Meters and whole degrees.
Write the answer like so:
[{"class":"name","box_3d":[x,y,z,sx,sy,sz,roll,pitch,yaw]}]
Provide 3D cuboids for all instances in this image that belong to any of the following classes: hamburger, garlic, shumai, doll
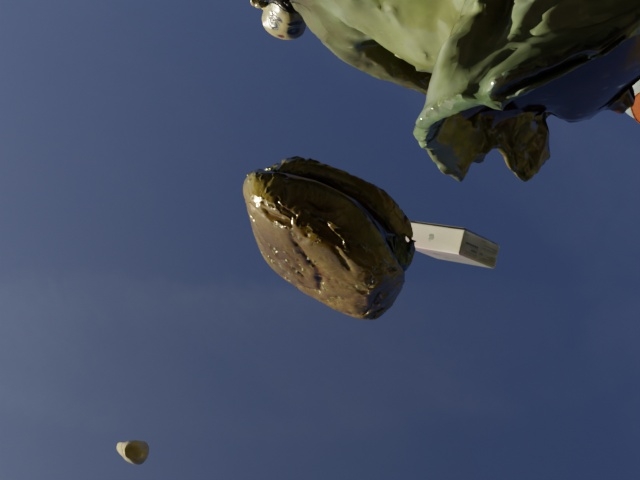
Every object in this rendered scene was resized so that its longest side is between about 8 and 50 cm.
[{"class":"hamburger","box_3d":[0.002,0.001,1.033,0.266,0.285,0.134,21,-119,17]},{"class":"garlic","box_3d":[-0.327,0.368,1.242,0.053,0.083,0.041,17,-107,-26]},{"class":"shumai","box_3d":[0.146,-0.203,0.439,0.292,0.288,0.330,34,-74,-16]},{"class":"doll","box_3d":[-0.052,-0.339,1.037,0.102,0.179,0.088,12,-78,-8]}]

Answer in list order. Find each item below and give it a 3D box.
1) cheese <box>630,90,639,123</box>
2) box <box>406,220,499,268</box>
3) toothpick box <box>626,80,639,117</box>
[{"class":"cheese","box_3d":[0.401,-0.144,0.638,0.106,0.256,0.037,45,-125,-14]},{"class":"box","box_3d":[0.242,0.007,1.324,0.129,0.130,0.051,9,-97,43]},{"class":"toothpick box","box_3d":[0.647,-0.387,1.357,0.263,0.263,0.354,-18,-123,-1]}]
